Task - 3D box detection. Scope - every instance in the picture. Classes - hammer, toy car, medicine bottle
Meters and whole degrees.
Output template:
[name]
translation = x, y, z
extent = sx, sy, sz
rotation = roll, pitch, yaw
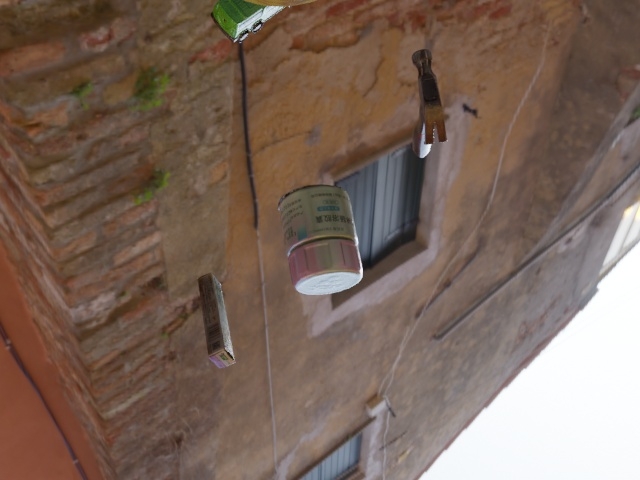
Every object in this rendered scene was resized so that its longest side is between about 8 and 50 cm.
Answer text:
[hammer]
translation = 0.183, -0.202, 1.156
extent = 0.037, 0.290, 0.137
rotation = -9, -103, 4
[toy car]
translation = -0.107, -0.411, 1.136
extent = 0.165, 0.062, 0.071
rotation = -40, -90, -17
[medicine bottle]
translation = 0.000, 0.000, 1.187
extent = 0.135, 0.135, 0.169
rotation = -6, -112, -7

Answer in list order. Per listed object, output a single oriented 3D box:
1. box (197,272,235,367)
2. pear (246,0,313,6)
[box]
translation = -0.209, 0.155, 1.327
extent = 0.041, 0.050, 0.207
rotation = -26, -134, 6
[pear]
translation = -0.026, -0.329, 0.515
extent = 0.280, 0.281, 0.281
rotation = 0, -137, 0
